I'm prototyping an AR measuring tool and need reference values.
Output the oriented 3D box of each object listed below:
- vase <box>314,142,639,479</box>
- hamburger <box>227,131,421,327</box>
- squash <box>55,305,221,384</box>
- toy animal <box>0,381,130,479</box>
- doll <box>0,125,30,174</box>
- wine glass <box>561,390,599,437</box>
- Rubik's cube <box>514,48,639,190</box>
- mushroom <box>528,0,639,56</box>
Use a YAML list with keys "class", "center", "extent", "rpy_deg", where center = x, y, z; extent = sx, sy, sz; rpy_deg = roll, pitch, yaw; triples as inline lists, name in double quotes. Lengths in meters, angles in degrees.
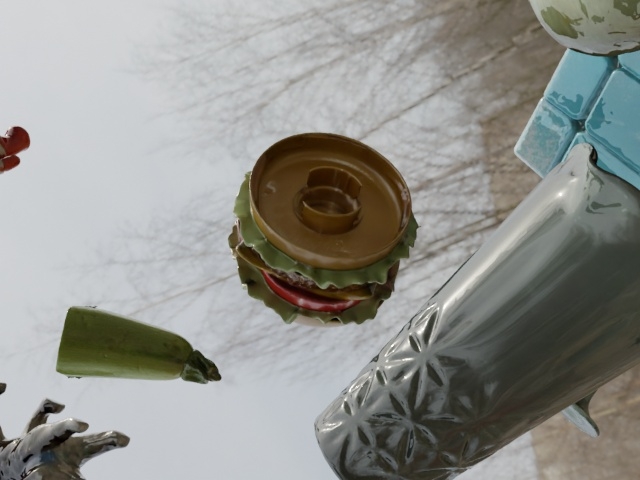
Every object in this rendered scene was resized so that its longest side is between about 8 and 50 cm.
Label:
- class: "vase"
  center: [0.143, 0.090, 0.725]
  extent: [0.251, 0.301, 0.156]
  rpy_deg: [38, -166, -49]
- class: "hamburger"
  center: [0.000, 0.000, 1.358]
  extent: [0.212, 0.275, 0.274]
  rpy_deg: [103, 164, -48]
- class: "squash"
  center: [-0.219, 0.139, 1.143]
  extent: [0.075, 0.200, 0.090]
  rpy_deg: [141, 141, -66]
- class: "toy animal"
  center: [-0.566, 0.470, 1.833]
  extent: [0.194, 0.344, 0.302]
  rpy_deg: [30, -103, -48]
- class: "doll"
  center: [-0.490, -0.093, 1.214]
  extent: [0.245, 0.142, 0.076]
  rpy_deg: [-47, -36, -52]
- class: "wine glass"
  center: [0.427, 0.117, 1.430]
  extent: [0.096, 0.309, 0.264]
  rpy_deg: [49, 170, -32]
- class: "Rubik's cube"
  center: [0.535, -0.174, 1.321]
  extent: [0.319, 0.315, 0.322]
  rpy_deg: [-9, -135, -38]
- class: "mushroom"
  center: [0.358, -0.303, 0.888]
  extent: [0.352, 0.352, 0.260]
  rpy_deg: [-77, -35, -62]
